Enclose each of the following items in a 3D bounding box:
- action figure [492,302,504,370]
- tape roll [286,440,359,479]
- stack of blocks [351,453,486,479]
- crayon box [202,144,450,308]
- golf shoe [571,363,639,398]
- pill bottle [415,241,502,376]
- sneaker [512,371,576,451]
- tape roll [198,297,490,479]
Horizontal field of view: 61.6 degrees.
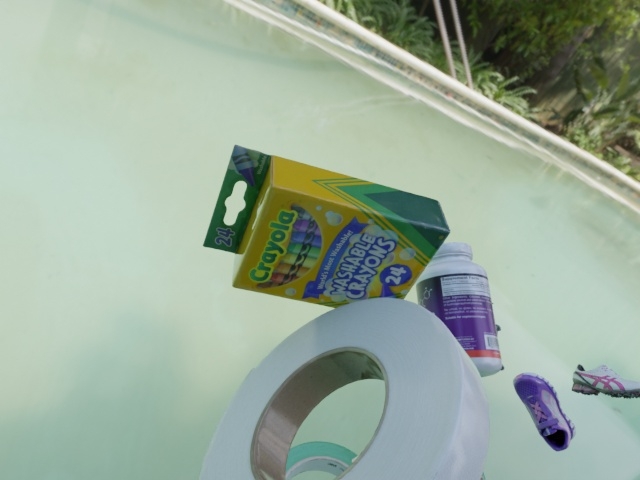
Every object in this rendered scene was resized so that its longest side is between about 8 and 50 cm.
[{"bbox_3d":[0.498,0.296,1.721,0.141,0.164,0.275,-4,75,-75],"label":"action figure"},{"bbox_3d":[0.002,0.672,1.345,0.322,0.077,0.321,8,43,-7],"label":"tape roll"},{"bbox_3d":[0.130,0.460,0.966,0.171,0.297,0.087,45,20,-23],"label":"stack of blocks"},{"bbox_3d":[0.000,0.000,0.809,0.323,0.203,0.083,14,39,-16],"label":"crayon box"},{"bbox_3d":[0.743,0.362,1.390,0.068,0.186,0.085,25,70,-34],"label":"golf shoe"},{"bbox_3d":[0.336,0.176,1.336,0.182,0.182,0.322,14,63,-37],"label":"pill bottle"},{"bbox_3d":[0.605,0.469,1.450,0.236,0.095,0.104,55,33,-1],"label":"sneaker"},{"bbox_3d":[0.014,0.238,0.673,0.072,0.392,0.392,50,16,-26],"label":"tape roll"}]
